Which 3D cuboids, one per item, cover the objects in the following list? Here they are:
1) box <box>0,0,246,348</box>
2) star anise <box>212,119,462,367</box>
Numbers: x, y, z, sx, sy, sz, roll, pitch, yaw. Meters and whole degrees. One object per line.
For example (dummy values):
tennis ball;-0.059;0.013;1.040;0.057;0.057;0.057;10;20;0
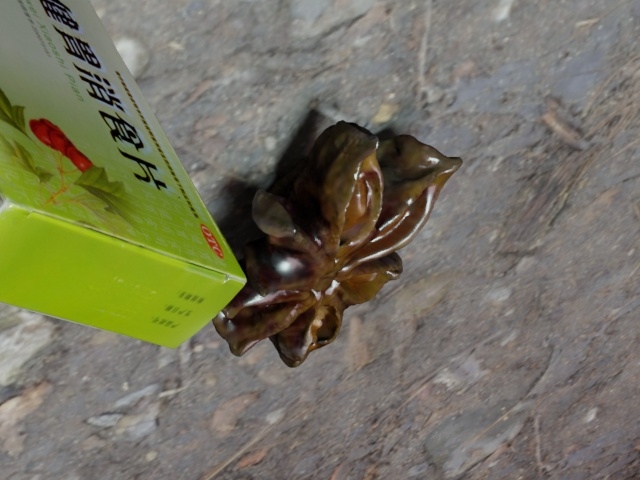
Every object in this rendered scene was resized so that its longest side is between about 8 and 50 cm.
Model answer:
box;-0.161;-0.073;0.866;0.062;0.260;0.175;-43;147;18
star anise;0.004;-0.005;1.268;0.220;0.099;0.214;-47;160;10
